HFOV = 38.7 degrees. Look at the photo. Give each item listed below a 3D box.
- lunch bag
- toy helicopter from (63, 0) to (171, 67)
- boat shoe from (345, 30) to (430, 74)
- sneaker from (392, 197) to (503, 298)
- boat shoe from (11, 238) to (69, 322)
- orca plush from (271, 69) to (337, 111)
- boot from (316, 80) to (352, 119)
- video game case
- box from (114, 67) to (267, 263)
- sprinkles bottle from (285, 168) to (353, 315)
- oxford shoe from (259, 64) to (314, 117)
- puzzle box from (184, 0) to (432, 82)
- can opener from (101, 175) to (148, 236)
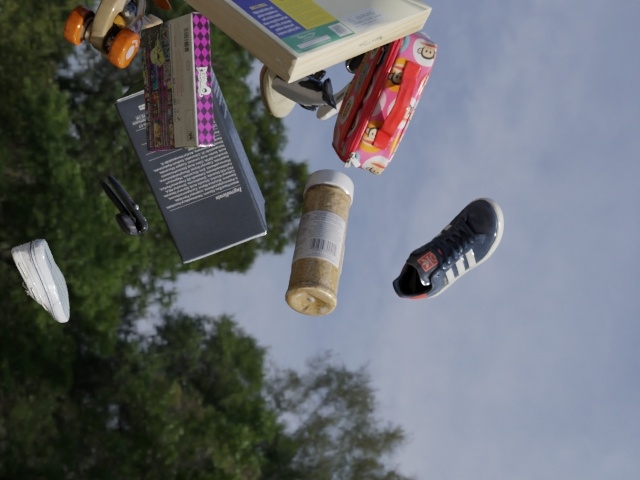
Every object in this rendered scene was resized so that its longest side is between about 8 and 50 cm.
[{"bbox_3d":[0.128,-0.278,1.806,0.258,0.120,0.293,-106,-142,-71],"label":"lunch bag"},{"bbox_3d":[-0.416,-0.505,2.036,0.235,0.140,0.355,-63,177,6],"label":"toy helicopter"},{"bbox_3d":[0.149,-0.428,2.137,0.228,0.076,0.080,-6,-61,31],"label":"boat shoe"},{"bbox_3d":[0.302,0.034,2.219,0.131,0.148,0.350,55,-49,25],"label":"sneaker"},{"bbox_3d":[-0.603,0.088,1.968,0.083,0.076,0.226,-99,-178,-53],"label":"boat shoe"},{"bbox_3d":[-0.027,-0.427,2.429,0.102,0.151,0.287,-55,-159,-8],"label":"orca plush"},{"bbox_3d":[0.074,-0.372,2.532,0.190,0.086,0.069,-26,-134,48],"label":"boot"},{"bbox_3d":[-0.262,-0.281,1.655,0.210,0.042,0.232,3,-83,54],"label":"video game case"},{"bbox_3d":[-0.290,-0.195,2.117,0.293,0.212,0.395,-108,177,-73],"label":"box"},{"bbox_3d":[0.000,0.000,2.147,0.121,0.121,0.355,121,-17,-52],"label":"sprinkles bottle"},{"bbox_3d":[-0.098,-0.510,2.839,0.397,0.140,0.146,106,-31,-51],"label":"oxford shoe"},{"bbox_3d":[-0.021,-0.417,1.580,0.272,0.409,0.052,41,-48,17],"label":"puzzle box"},{"bbox_3d":[-0.499,-0.090,2.320,0.186,0.059,0.073,58,11,19],"label":"can opener"}]
